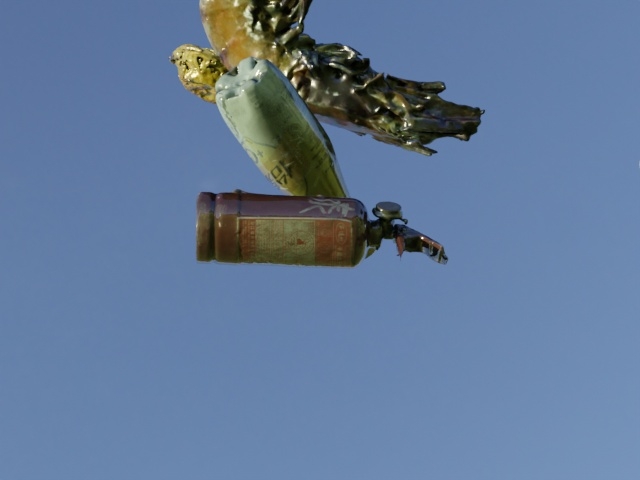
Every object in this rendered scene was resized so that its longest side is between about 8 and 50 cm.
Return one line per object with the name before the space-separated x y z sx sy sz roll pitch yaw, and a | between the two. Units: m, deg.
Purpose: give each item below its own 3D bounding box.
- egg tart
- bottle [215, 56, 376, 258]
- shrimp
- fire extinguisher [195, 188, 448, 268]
egg tart | -0.134 -0.204 1.801 0.130 0.130 0.052 30 -103 -44
bottle | -0.018 -0.079 1.566 0.083 0.083 0.269 -29 -57 9
shrimp | 0.026 -0.234 1.650 0.365 0.071 0.233 24 -56 13
fire extinguisher | 0.000 0.004 1.450 0.252 0.106 0.075 3 -46 -1
